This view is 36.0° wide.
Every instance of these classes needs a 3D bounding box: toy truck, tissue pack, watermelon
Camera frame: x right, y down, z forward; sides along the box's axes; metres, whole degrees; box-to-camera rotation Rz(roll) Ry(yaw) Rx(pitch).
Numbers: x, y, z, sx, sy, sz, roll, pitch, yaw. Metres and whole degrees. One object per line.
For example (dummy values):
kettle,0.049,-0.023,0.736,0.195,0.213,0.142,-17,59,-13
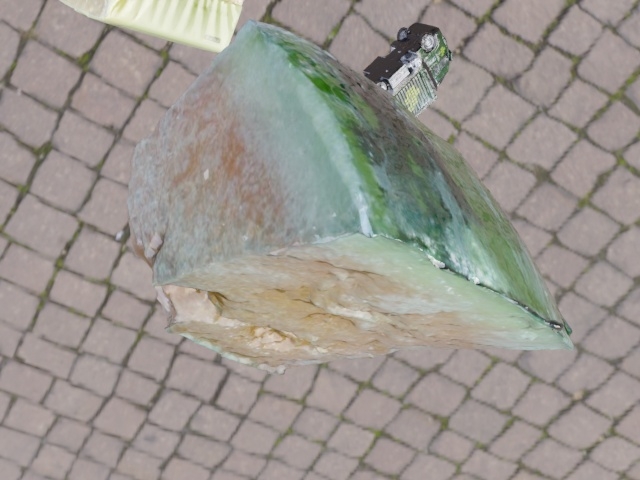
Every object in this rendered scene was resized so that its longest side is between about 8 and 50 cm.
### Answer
toy truck,0.125,-0.268,1.757,0.259,0.088,0.121,-45,132,-14
tissue pack,-0.256,-0.375,1.486,0.234,0.159,0.125,7,107,-46
watermelon,0.007,-0.015,0.666,0.302,0.151,0.264,-9,154,38
